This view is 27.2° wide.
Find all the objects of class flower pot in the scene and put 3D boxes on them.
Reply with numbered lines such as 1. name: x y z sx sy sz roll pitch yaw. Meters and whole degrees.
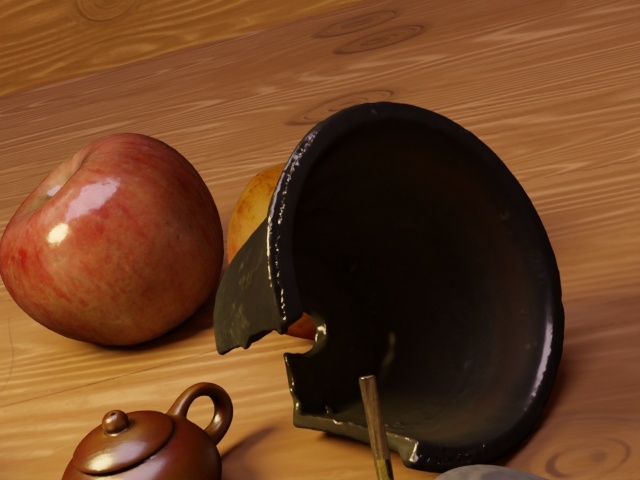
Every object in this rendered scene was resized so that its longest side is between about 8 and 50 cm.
1. flower pot: 0.048 0.063 1.400 0.379 0.379 0.251 -37 7 -37

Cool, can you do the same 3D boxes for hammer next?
1. hammer: 0.057 0.213 1.203 0.062 0.182 0.017 -12 -3 15

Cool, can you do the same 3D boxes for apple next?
1. apple: -0.283 0.012 1.864 0.345 0.269 0.345 -35 21 15

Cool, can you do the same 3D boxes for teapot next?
1. teapot: -0.185 0.229 1.415 0.178 0.135 0.252 7 34 41

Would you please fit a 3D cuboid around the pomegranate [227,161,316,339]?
1. pomegranate: 0.000 0.000 1.677 0.252 0.229 0.270 -24 17 -13

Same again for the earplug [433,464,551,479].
1. earplug: 0.116 0.276 1.038 0.325 0.175 0.214 -11 17 -6
